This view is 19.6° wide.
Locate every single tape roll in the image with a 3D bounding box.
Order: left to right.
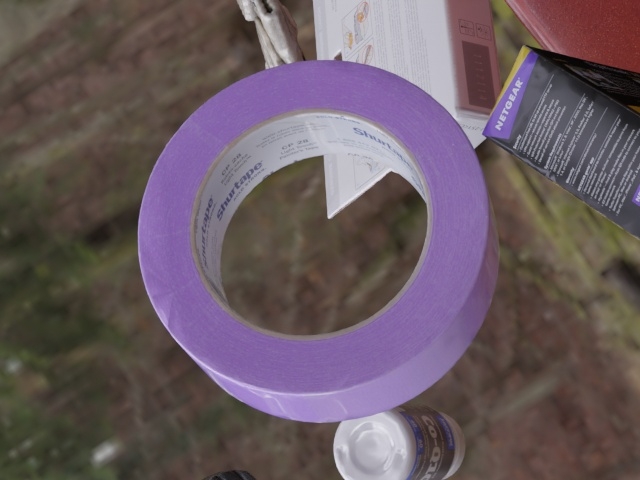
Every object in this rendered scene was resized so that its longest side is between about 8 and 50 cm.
[{"bbox_3d":[0.000,0.000,1.456,0.275,0.275,0.090,59,178,23],"label":"tape roll"}]

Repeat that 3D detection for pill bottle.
[{"bbox_3d":[0.074,0.184,1.651,0.078,0.078,0.137,59,-160,18],"label":"pill bottle"}]

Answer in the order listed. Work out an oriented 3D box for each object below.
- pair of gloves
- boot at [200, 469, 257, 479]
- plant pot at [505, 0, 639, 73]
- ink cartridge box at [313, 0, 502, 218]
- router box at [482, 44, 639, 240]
[{"bbox_3d":[-0.057,-0.242,1.748,0.204,0.042,0.240,74,174,-56],"label":"pair of gloves"},{"bbox_3d":[-0.271,0.409,2.186,0.146,0.367,0.445,66,155,1],"label":"boot"},{"bbox_3d":[0.295,-0.279,1.763,0.235,0.267,0.267,61,-168,-12],"label":"plant pot"},{"bbox_3d":[0.088,-0.200,1.992,0.066,0.261,0.296,10,-119,-27],"label":"ink cartridge box"},{"bbox_3d":[0.311,-0.044,1.414,0.309,0.081,0.243,6,-156,-45],"label":"router box"}]
